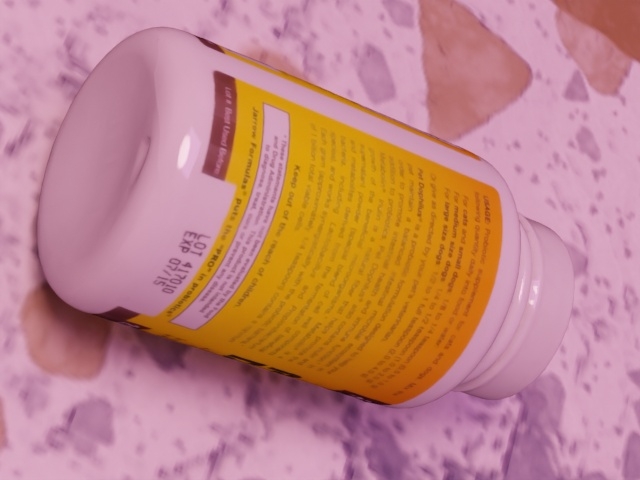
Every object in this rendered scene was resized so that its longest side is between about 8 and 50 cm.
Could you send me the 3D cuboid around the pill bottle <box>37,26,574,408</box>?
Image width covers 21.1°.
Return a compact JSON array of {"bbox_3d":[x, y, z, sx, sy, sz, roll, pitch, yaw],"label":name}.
[{"bbox_3d":[0.000,0.000,0.715,0.215,0.117,0.117,20,61,-30],"label":"pill bottle"}]
